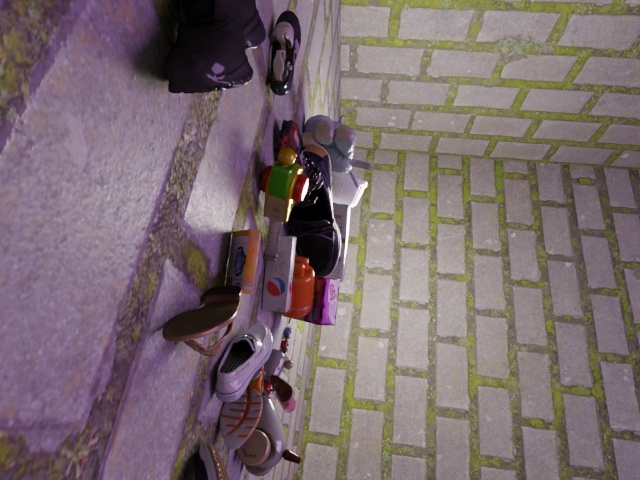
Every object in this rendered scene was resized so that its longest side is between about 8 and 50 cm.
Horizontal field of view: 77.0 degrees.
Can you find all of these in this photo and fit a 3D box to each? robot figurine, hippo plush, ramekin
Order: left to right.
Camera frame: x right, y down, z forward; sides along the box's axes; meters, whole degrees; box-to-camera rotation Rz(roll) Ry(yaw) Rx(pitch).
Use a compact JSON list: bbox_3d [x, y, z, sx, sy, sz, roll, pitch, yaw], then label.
[{"bbox_3d":[-0.082,0.156,1.301,0.158,0.128,0.219,-135,-137,-55],"label":"robot figurine"},{"bbox_3d":[0.057,-0.234,1.736,0.273,0.273,0.127,-43,151,-82],"label":"ramekin"},{"bbox_3d":[0.052,-0.389,1.513,0.234,0.294,0.236,122,-25,-49],"label":"hippo plush"}]

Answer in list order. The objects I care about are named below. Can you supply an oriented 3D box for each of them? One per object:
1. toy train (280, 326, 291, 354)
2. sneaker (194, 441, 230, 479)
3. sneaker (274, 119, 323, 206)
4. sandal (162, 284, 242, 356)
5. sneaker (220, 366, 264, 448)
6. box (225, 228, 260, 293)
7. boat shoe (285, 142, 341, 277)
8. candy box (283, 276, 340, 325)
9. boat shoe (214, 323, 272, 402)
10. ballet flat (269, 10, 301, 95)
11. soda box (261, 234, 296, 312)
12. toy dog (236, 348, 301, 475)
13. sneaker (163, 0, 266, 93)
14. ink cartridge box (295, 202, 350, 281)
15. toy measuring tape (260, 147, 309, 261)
[{"bbox_3d":[-0.136,0.397,1.525,0.036,0.027,0.158,71,24,-52],"label":"toy train"},{"bbox_3d":[-0.205,0.485,0.639,0.099,0.153,0.282,85,-19,-50],"label":"sneaker"},{"bbox_3d":[-0.058,-0.211,1.158,0.097,0.135,0.276,-74,167,-53],"label":"sneaker"},{"bbox_3d":[-0.167,0.139,0.627,0.240,0.088,0.079,-81,170,-81],"label":"sandal"},{"bbox_3d":[-0.165,0.359,0.904,0.215,0.084,0.083,-80,178,-48],"label":"sneaker"},{"bbox_3d":[-0.152,0.048,0.776,0.081,0.028,0.136,-3,-99,55],"label":"box"},{"bbox_3d":[-0.032,-0.073,1.374,0.156,0.187,0.500,-66,156,-58],"label":"boat shoe"},{"bbox_3d":[-0.037,0.204,1.417,0.233,0.071,0.159,0,-99,52],"label":"candy box"},{"bbox_3d":[-0.155,0.237,0.859,0.226,0.083,0.076,-71,167,-64],"label":"boat shoe"},{"bbox_3d":[-0.088,-0.453,0.957,0.074,0.074,0.203,-35,133,-83],"label":"ballet flat"},{"bbox_3d":[-0.117,0.093,1.151,0.069,0.074,0.216,-13,109,-84],"label":"soda box"},{"bbox_3d":[-0.115,0.476,1.108,0.220,0.161,0.333,77,19,-74],"label":"toy dog"},{"bbox_3d":[-0.140,-0.279,0.504,0.286,0.109,0.130,-92,175,-46],"label":"sneaker"},{"bbox_3d":[0.000,0.000,1.579,0.121,0.211,0.289,-57,151,-75],"label":"ink cartridge box"},{"bbox_3d":[-0.098,-0.095,1.036,0.121,0.121,0.330,-78,180,-50],"label":"toy measuring tape"}]
